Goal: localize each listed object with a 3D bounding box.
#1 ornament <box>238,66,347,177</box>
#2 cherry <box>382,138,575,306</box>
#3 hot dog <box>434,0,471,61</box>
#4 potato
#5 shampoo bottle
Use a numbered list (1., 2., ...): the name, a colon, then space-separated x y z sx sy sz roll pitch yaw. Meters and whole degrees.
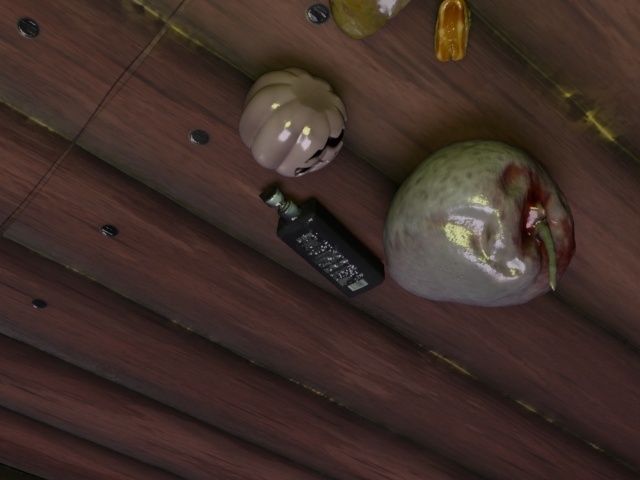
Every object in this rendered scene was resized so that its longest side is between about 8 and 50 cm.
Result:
1. ornament: -0.049 -0.188 1.248 0.178 0.177 0.177 2 136 2
2. cherry: 0.261 -0.023 1.318 0.335 0.291 0.326 0 156 24
3. hot dog: 0.205 -0.331 1.179 0.057 0.041 0.133 -1 144 5
4. potato: 0.087 -0.387 1.079 0.120 0.100 0.261 32 130 -27
5. shampoo bottle: 0.000 0.000 1.513 0.098 0.071 0.309 -27 129 29
